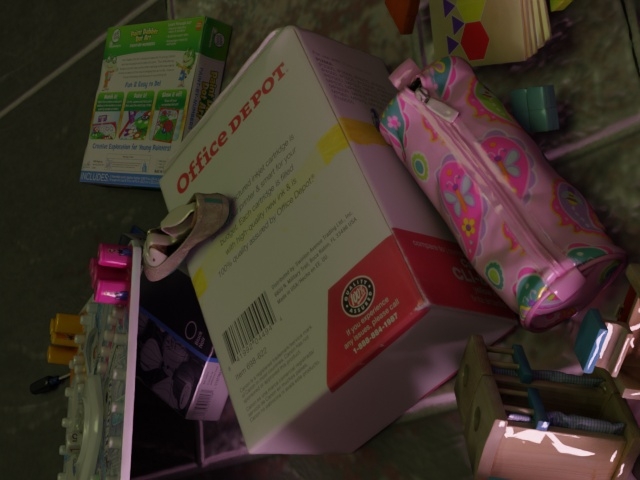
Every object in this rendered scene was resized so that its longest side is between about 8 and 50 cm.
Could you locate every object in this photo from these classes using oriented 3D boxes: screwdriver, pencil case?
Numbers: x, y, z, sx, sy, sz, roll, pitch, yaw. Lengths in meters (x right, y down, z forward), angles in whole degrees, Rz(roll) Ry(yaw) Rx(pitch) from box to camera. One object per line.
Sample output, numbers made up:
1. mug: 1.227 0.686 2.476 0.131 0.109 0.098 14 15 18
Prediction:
1. screwdriver: -0.394 0.208 1.575 0.170 0.025 0.024 -26 63 39
2. pencil case: 0.165 -0.051 0.981 0.124 0.124 0.284 -47 61 27

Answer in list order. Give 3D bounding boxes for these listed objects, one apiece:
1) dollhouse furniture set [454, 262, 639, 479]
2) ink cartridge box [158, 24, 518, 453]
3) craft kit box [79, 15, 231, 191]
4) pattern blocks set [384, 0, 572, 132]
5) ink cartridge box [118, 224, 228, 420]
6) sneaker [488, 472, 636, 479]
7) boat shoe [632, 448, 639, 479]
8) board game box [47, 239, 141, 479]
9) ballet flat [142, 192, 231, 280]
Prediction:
1. dollhouse furniture set: 0.204 0.096 0.860 0.129 0.129 0.183 -94 15 -61
2. ink cartridge box: 0.000 0.000 1.127 0.279 0.160 0.384 -44 53 31
3. craft kit box: -0.247 -0.196 1.501 0.250 0.061 0.246 8 88 46
4. pattern blocks set: 0.163 -0.269 1.044 0.285 0.026 0.324 19 116 53
5. ink cartridge box: -0.224 0.100 1.403 0.333 0.065 0.165 27 100 46
6. sneaker: 0.191 0.267 0.841 0.127 0.208 0.319 -51 49 25
7. boat shoe: 0.328 0.059 0.823 0.095 0.112 0.335 16 95 41
8. board game box: -0.300 0.237 1.277 0.390 0.050 0.389 141 133 -60
9. ballet flat: -0.165 -0.008 1.148 0.168 0.052 0.057 -39 55 37
